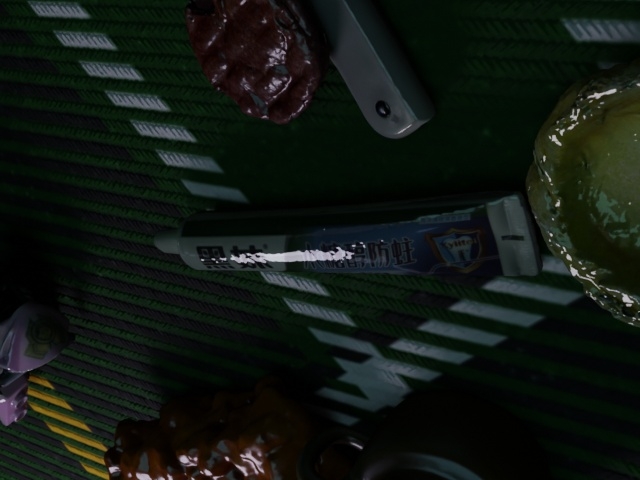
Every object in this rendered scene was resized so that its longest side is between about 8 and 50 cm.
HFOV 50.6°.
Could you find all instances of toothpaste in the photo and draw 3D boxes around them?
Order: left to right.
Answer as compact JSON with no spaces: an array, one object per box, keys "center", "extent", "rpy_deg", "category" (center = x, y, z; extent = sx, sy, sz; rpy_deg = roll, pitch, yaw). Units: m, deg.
[{"center":[0.000,0.000,0.634],"extent":[0.392,0.061,0.098],"rpy_deg":[0,138,29],"category":"toothpaste"}]

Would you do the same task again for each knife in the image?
[{"center":[0.002,-0.200,0.552],"extent":[0.073,0.040,0.265],"rpy_deg":[-29,98,47],"category":"knife"}]

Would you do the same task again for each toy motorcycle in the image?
[{"center":[-0.423,0.146,0.895],"extent":[0.188,0.143,0.327],"rpy_deg":[34,132,10],"category":"toy motorcycle"}]

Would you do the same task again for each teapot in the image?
[{"center":[0.099,0.257,0.639],"extent":[0.268,0.175,0.185],"rpy_deg":[19,119,20],"category":"teapot"}]

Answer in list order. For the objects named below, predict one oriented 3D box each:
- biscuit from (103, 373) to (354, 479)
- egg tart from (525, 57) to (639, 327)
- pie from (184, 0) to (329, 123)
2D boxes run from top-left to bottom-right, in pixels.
[{"center":[-0.087,0.328,0.816],"extent":[0.312,0.110,0.318],"rpy_deg":[-18,104,32],"category":"biscuit"},{"center":[0.234,-0.033,0.449],"extent":[0.197,0.078,0.197],"rpy_deg":[40,146,34],"category":"egg tart"},{"center":[-0.056,-0.171,0.578],"extent":[0.154,0.038,0.153],"rpy_deg":[28,140,27],"category":"pie"}]
